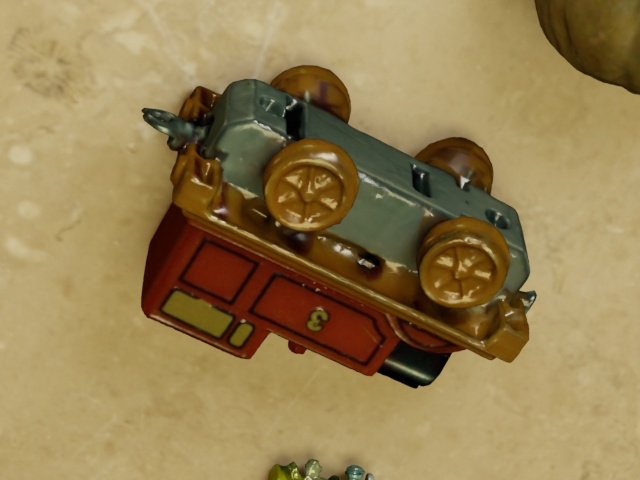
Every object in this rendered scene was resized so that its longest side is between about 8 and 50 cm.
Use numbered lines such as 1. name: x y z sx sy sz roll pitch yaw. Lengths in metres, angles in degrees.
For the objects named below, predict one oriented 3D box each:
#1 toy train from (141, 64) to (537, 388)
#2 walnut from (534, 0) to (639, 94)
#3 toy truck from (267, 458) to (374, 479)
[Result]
1. toy train: 0.000 0.000 1.365 0.369 0.163 0.232 26 121 -16
2. walnut: 0.284 -0.243 1.259 0.283 0.227 0.283 7 104 29
3. toy truck: 0.002 0.242 1.516 0.111 0.076 0.077 12 91 -12
